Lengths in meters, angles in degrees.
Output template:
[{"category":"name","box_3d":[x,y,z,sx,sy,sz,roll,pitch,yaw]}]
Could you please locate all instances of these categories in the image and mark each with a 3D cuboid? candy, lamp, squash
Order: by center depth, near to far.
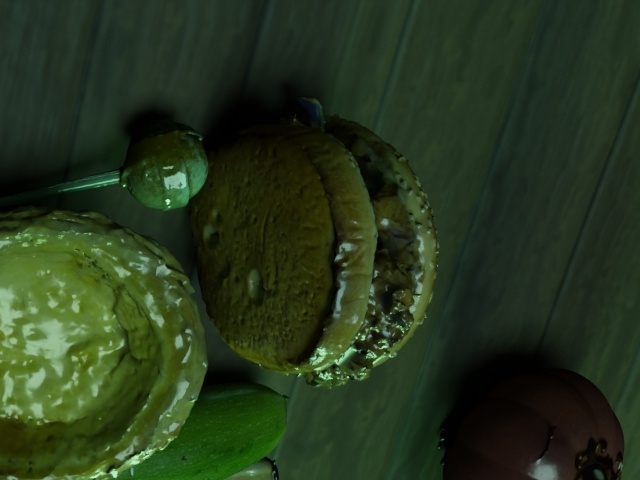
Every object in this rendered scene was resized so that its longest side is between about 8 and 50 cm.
[{"category":"candy","box_3d":[-0.171,-0.035,1.254,0.202,0.061,0.061,-13,129,-16]},{"category":"squash","box_3d":[-0.150,0.152,1.377,0.292,0.082,0.082,-3,124,-34]},{"category":"lamp","box_3d":[0.172,0.191,1.603,0.182,0.140,0.182,-28,130,-39]}]

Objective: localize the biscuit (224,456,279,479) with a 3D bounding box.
[{"category":"biscuit","box_3d":[-0.122,0.198,1.455,0.188,0.052,0.056,-8,114,-31]}]

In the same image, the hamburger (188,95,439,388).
[{"category":"hamburger","box_3d":[0.004,0.008,1.298,0.118,0.191,0.182,-8,119,-33]}]

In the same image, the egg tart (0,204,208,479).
[{"category":"egg tart","box_3d":[-0.183,0.068,1.259,0.212,0.090,0.212,-3,111,-7]}]
